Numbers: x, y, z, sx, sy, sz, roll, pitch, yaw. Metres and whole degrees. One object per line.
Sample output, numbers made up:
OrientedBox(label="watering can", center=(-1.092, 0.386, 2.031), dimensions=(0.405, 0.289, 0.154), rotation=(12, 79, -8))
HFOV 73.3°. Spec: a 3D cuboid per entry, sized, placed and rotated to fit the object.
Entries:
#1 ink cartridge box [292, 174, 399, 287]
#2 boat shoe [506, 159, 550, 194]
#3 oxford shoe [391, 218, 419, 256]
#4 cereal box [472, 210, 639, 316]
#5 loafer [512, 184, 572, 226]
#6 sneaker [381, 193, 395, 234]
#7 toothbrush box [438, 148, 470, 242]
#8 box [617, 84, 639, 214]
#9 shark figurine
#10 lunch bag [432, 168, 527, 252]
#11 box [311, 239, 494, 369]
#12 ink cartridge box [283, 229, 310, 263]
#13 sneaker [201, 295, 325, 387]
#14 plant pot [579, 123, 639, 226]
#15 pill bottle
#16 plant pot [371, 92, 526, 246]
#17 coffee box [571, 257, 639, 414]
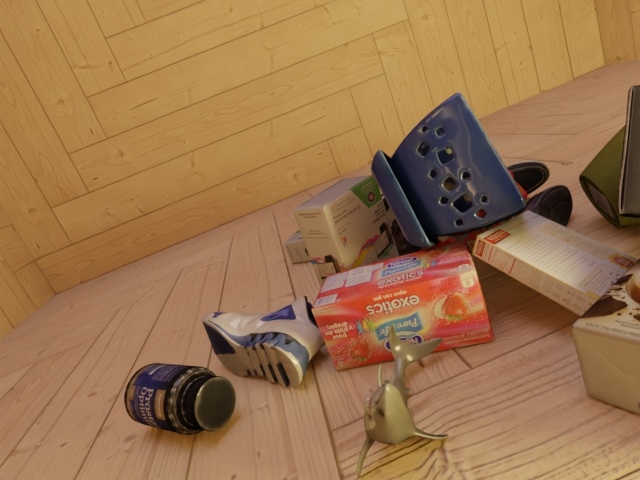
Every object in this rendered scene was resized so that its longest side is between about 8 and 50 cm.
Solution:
OrientedBox(label="ink cartridge box", center=(0.077, 0.007, 1.059), dimensions=(0.117, 0.279, 0.201), rotation=(1, 27, 46))
OrientedBox(label="boat shoe", center=(0.518, -0.141, 1.273), dimensions=(0.302, 0.114, 0.091), rotation=(-26, 11, 33))
OrientedBox(label="oxford shoe", center=(0.239, -0.024, 1.263), dimensions=(0.082, 0.096, 0.227), rotation=(-18, 23, 15))
OrientedBox(label="cereal box", center=(0.408, 0.036, 0.728), dimensions=(0.172, 0.048, 0.240), rotation=(-20, 39, -31))
OrientedBox(label="loafer", center=(0.483, -0.041, 1.000), dimensions=(0.302, 0.109, 0.095), rotation=(-36, 17, -32))
OrientedBox(label="sneaker", center=(0.246, -0.123, 1.510), dimensions=(0.410, 0.158, 0.182), rotation=(-33, 11, -40))
OrientedBox(label="toothbrush box", center=(0.288, -0.155, 1.107), dimensions=(0.206, 0.122, 0.283), rotation=(-48, 25, 8))
OrientedBox(label="box", center=(0.632, -0.114, 0.610), dimensions=(0.342, 0.179, 0.312), rotation=(5, 4, 36))
OrientedBox(label="shark figurine", center=(0.130, 0.240, 0.626), dimensions=(0.116, 0.167, 0.278), rotation=(11, 9, 17))
OrientedBox(label="lunch bag", center=(0.372, -0.090, 1.166), dimensions=(0.258, 0.120, 0.293), rotation=(-49, 26, 2))
OrientedBox(label="box", center=(0.154, 0.122, 0.827), dimensions=(0.299, 0.142, 0.154), rotation=(-17, 17, 17))
OrientedBox(label="ink cartridge box", center=(0.000, 0.000, 1.515), dimensions=(0.208, 0.087, 0.153), rotation=(-10, 21, 33))
OrientedBox(label="sneaker", center=(-0.102, 0.208, 0.955), dimensions=(0.315, 0.128, 0.182), rotation=(3, 25, 42))
OrientedBox(label="plant pot", center=(0.712, -0.162, 0.878), dimensions=(0.293, 0.275, 0.275), rotation=(-35, 12, 17))
OrientedBox(label="pill bottle", center=(-0.270, 0.304, 0.833), dimensions=(0.219, 0.123, 0.123), rotation=(-10, 20, 38))
OrientedBox(label="plant pot", center=(0.243, -0.111, 0.854), dimensions=(0.212, 0.236, 0.236), rotation=(-29, -9, 17))
OrientedBox(label="coffee box", center=(0.484, 0.092, 0.538), dimensions=(0.297, 0.119, 0.168), rotation=(-30, 18, -25))
